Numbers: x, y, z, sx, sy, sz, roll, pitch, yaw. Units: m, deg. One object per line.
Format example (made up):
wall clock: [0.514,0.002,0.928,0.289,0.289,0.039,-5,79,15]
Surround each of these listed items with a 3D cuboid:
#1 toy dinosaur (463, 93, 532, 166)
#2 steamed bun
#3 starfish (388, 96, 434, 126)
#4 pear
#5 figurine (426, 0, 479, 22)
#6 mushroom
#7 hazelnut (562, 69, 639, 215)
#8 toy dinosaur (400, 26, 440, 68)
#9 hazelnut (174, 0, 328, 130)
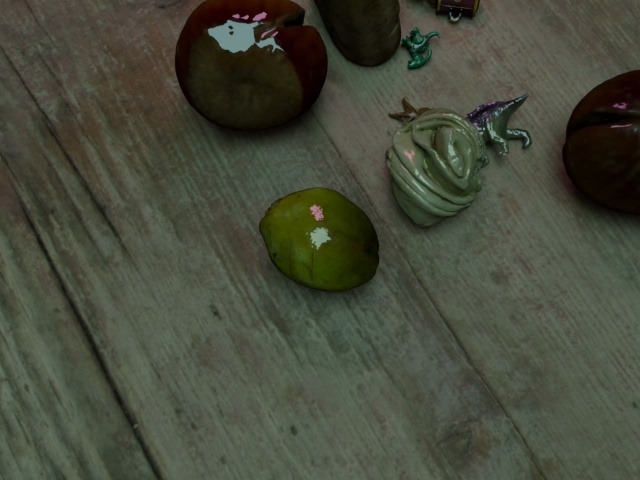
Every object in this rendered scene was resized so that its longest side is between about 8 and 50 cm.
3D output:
toy dinosaur: [0.459,-0.297,1.740,0.293,0.077,0.162,-24,84,-2]
steamed bun: [0.295,-0.203,1.639,0.289,0.203,0.276,-46,70,7]
starfish: [0.268,-0.362,1.780,0.130,0.041,0.133,-22,78,-5]
pear: [0.000,0.000,1.600,0.321,0.269,0.269,25,79,-6]
figurine: [0.390,-0.697,1.844,0.154,0.082,0.098,7,101,4]
mushroom: [0.088,-0.685,1.679,0.224,0.397,0.314,-15,80,4]
hazelnut: [0.851,-0.255,1.584,0.428,0.402,0.403,23,79,12]
toy dinosaur: [0.292,-0.568,1.824,0.132,0.059,0.096,-38,87,2]
hazelnut: [-0.185,-0.491,1.678,0.408,0.359,0.360,-6,77,-7]
